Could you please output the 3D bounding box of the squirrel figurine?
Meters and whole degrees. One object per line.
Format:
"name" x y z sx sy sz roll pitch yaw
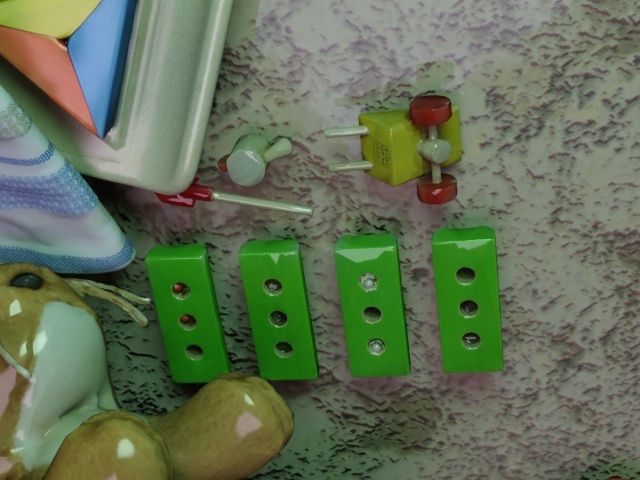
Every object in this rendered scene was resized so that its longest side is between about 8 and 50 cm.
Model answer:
"squirrel figurine" -0.180 0.217 0.797 0.370 0.281 0.397 43 131 11

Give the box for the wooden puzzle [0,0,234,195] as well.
"wooden puzzle" -0.216 -0.208 0.682 0.347 0.080 0.322 14 108 -1

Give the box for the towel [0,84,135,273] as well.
"towel" -0.258 -0.050 0.728 0.209 0.034 0.285 3 154 16

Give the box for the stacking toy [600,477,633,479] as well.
"stacking toy" 0.119 0.279 0.892 0.330 0.141 0.141 -25 111 15

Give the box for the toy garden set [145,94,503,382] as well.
"toy garden set" 0.000 0.000 0.812 0.244 0.049 0.204 -3 118 10
